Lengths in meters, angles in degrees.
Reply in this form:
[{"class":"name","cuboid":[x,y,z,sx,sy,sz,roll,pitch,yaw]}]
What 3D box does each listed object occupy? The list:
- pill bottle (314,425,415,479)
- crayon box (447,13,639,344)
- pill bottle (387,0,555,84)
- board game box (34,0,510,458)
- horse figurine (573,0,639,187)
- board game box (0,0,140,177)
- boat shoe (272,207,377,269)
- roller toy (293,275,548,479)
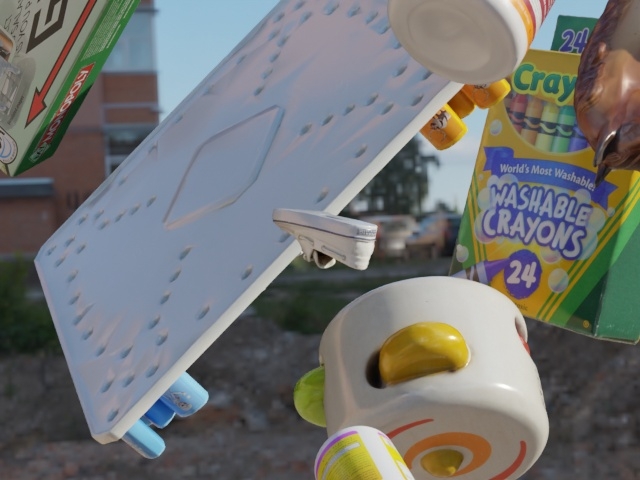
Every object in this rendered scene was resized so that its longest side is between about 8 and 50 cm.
[{"class":"pill bottle","cuboid":[0.027,0.125,0.613,0.043,0.043,0.083,-2,20,-13]},{"class":"crayon box","cuboid":[0.260,-0.077,1.319,0.083,0.323,0.203,11,3,-43]},{"class":"pill bottle","cuboid":[0.108,-0.172,0.764,0.086,0.152,0.086,24,-28,14]},{"class":"board game box","cuboid":[-0.065,-0.047,1.069,0.050,0.390,0.390,43,1,-27]},{"class":"horse figurine","cuboid":[0.182,-0.150,0.529,0.174,0.263,0.066,-4,-13,6]},{"class":"board game box","cuboid":[-0.183,-0.213,0.737,0.317,0.213,0.046,-51,-6,39]},{"class":"boat shoe","cuboid":[0.000,0.000,0.830,0.035,0.035,0.100,4,7,-38]},{"class":"roller toy","cuboid":[0.099,0.138,1.122,0.191,0.146,0.209,17,-45,-26]}]
